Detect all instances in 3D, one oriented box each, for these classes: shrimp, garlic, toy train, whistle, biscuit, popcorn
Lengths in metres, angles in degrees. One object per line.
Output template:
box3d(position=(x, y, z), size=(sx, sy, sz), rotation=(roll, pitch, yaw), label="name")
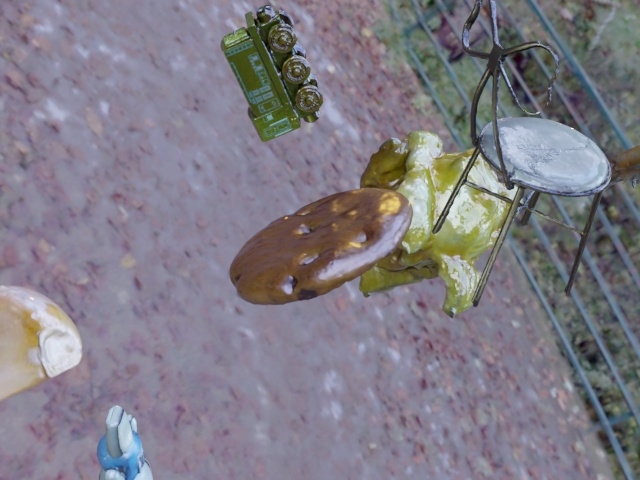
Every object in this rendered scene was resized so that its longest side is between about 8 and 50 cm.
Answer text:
box3d(position=(0.643, -0.111, 1.669), size=(0.173, 0.253, 0.058), rotation=(54, 48, -4), label="shrimp")
box3d(position=(-0.400, 0.146, 1.052), size=(0.145, 0.244, 0.164), rotation=(61, 1, -32), label="garlic")
box3d(position=(-0.084, -0.287, 1.528), size=(0.090, 0.137, 0.226), rotation=(-103, 169, -57), label="toy train")
box3d(position=(-0.289, 0.318, 1.292), size=(0.236, 0.077, 0.114), rotation=(92, 7, -47), label="whistle")
box3d(position=(0.000, 0.000, 0.945), size=(0.036, 0.212, 0.212), rotation=(65, 25, -22), label="biscuit")
box3d(position=(0.213, -0.021, 1.621), size=(0.326, 0.290, 0.321), rotation=(60, -16, 28), label="popcorn")

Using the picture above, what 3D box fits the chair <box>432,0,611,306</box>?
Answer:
box3d(position=(0.228, -0.090, 0.952), size=(0.170, 0.326, 0.160), rotation=(-4, 42, -16), label="chair")
